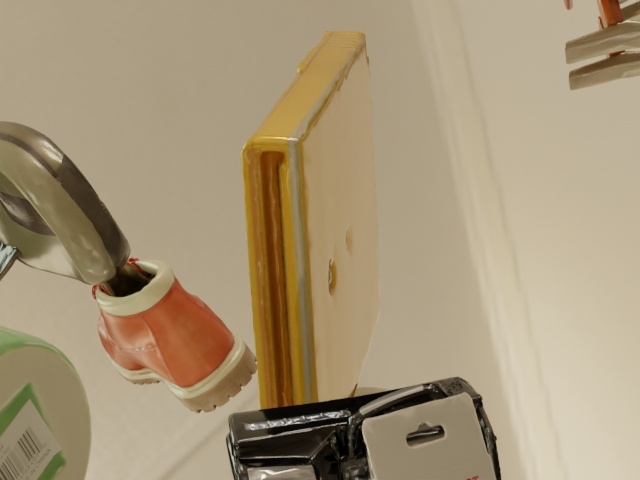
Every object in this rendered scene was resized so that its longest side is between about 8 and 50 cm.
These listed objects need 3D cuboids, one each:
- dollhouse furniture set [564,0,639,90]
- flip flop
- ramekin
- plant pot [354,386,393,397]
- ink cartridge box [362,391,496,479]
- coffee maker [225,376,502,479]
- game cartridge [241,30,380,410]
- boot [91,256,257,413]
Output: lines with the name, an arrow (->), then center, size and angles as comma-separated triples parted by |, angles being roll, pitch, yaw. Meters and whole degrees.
dollhouse furniture set -> 0.218, -0.295, 1.509 | 0.259, 0.135, 0.262 | 52, -156, -72
flip flop -> -0.193, -0.008, 0.857 | 0.080, 0.277, 0.112 | -49, -60, -19
ramekin -> -0.389, 0.230, 1.797 | 0.303, 0.148, 0.303 | -21, -66, -56
plant pot -> 0.044, 0.250, 1.511 | 0.191, 0.284, 0.284 | -88, -25, -47
ink cartridge box -> 0.058, 0.188, 0.940 | 0.104, 0.061, 0.181 | -8, -99, -47
coffee maker -> 0.028, 0.165, 1.136 | 0.171, 0.178, 0.120 | 120, 141, -85
game cartridge -> 0.000, 0.000, 1.346 | 0.324, 0.052, 0.285 | -66, -25, -67
boot -> -0.097, 0.039, 0.905 | 0.059, 0.158, 0.085 | -46, -68, -16
